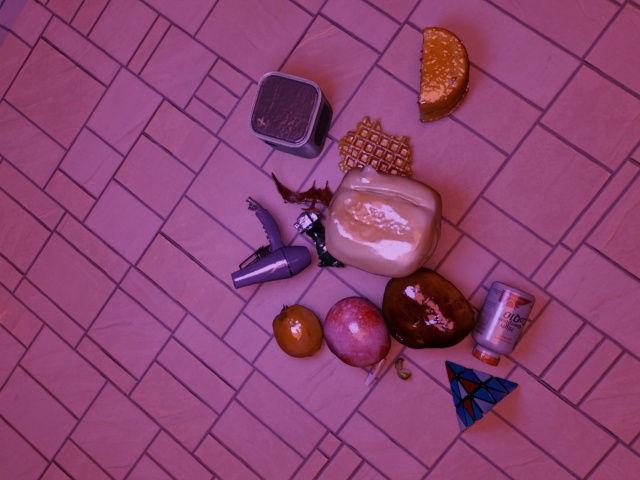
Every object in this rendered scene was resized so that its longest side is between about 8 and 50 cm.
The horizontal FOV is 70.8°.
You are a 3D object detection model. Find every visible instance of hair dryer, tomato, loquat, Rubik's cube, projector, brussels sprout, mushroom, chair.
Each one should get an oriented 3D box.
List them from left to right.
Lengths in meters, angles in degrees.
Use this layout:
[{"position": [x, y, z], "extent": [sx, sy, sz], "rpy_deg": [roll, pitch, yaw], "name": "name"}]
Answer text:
[{"position": [-0.227, -0.004, 1.714], "extent": [0.300, 0.121, 0.362], "rpy_deg": [-18, 71, -14], "name": "hair dryer"}, {"position": [-0.240, 0.080, 1.848], "extent": [0.212, 0.101, 0.084], "rpy_deg": [-37, 82, 46], "name": "chair"}, {"position": [-0.107, -0.470, 1.724], "extent": [0.248, 0.249, 0.249], "rpy_deg": [18, 94, 11], "name": "projector"}, {"position": [-0.091, 0.353, 1.772], "extent": [0.187, 0.176, 0.234], "rpy_deg": [-30, 88, -8], "name": "loquat"}, {"position": [0.128, 0.342, 1.675], "extent": [0.227, 0.270, 0.270], "rpy_deg": [-31, 85, -9], "name": "tomato"}, {"position": [0.319, 0.505, 1.762], "extent": [0.050, 0.046, 0.084], "rpy_deg": [-27, 76, 13], "name": "brussels sprout"}, {"position": [0.393, 0.259, 1.672], "extent": [0.345, 0.259, 0.346], "rpy_deg": [13, 115, 30], "name": "mushroom"}, {"position": [0.544, 0.617, 1.706], "extent": [0.250, 0.284, 0.234], "rpy_deg": [29, 119, 33], "name": "Rubik's cube"}]

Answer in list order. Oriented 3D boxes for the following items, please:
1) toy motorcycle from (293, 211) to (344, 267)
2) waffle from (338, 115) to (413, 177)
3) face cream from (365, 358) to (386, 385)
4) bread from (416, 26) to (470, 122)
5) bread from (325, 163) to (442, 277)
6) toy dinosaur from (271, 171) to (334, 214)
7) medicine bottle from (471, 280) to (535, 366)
[{"position": [0.000, 0.000, 1.740], "extent": [0.124, 0.187, 0.275], "rpy_deg": [-38, 83, 9], "name": "toy motorcycle"}, {"position": [0.215, -0.331, 1.764], "extent": [0.281, 0.058, 0.301], "rpy_deg": [-40, 83, 8], "name": "waffle"}, {"position": [0.216, 0.519, 1.782], "extent": [0.034, 0.034, 0.130], "rpy_deg": [31, 96, 9], "name": "face cream"}, {"position": [0.455, -0.613, 1.646], "extent": [0.178, 0.194, 0.341], "rpy_deg": [5, 88, 17], "name": "bread"}, {"position": [0.224, -0.050, 1.564], "extent": [0.375, 0.253, 0.348], "rpy_deg": [14, 80, 17], "name": "bread"}, {"position": [-0.026, -0.198, 1.742], "extent": [0.327, 0.206, 0.113], "rpy_deg": [28, 139, 27], "name": "toy dinosaur"}, {"position": [0.652, 0.306, 1.640], "extent": [0.156, 0.157, 0.289], "rpy_deg": [22, 94, 9], "name": "medicine bottle"}]
